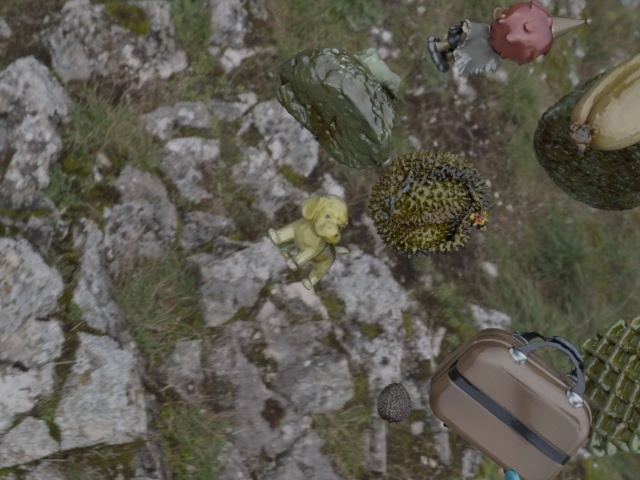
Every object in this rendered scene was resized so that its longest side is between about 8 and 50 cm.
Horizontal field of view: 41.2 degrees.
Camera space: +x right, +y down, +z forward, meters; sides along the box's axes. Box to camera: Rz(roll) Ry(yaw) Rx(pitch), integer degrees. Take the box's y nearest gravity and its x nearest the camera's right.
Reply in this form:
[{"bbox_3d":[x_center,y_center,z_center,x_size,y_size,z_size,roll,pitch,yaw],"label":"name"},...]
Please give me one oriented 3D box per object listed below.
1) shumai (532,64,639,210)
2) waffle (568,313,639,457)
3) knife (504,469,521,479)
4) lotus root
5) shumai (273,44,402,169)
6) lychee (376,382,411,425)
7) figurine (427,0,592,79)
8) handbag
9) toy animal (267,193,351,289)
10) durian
[{"bbox_3d":[0.783,-0.319,2.265,0.395,0.395,0.348,39,64,-14],"label":"shumai"},{"bbox_3d":[0.658,0.316,1.862,0.056,0.292,0.309,21,55,-28],"label":"waffle"},{"bbox_3d":[0.327,0.503,1.445,0.031,0.064,0.222,0,84,-13],"label":"knife"},{"bbox_3d":[0.284,-0.128,0.767,0.150,0.073,0.062,-35,128,-3],"label":"lotus root"},{"bbox_3d":[0.065,-0.269,1.554,0.256,0.189,0.218,48,52,-5],"label":"shumai"},{"bbox_3d":[0.140,0.311,1.614,0.068,0.067,0.083,18,75,-66],"label":"lychee"},{"bbox_3d":[0.452,-0.506,2.070,0.207,0.387,0.166,38,48,-48],"label":"figurine"},{"bbox_3d":[0.393,0.301,1.671,0.302,0.283,0.149,39,21,3],"label":"handbag"},{"bbox_3d":[-0.012,0.002,1.823,0.169,0.233,0.121,-29,63,-13],"label":"toy animal"},{"bbox_3d":[0.251,-0.093,1.946,0.293,0.258,0.258,-14,83,-2],"label":"durian"}]
